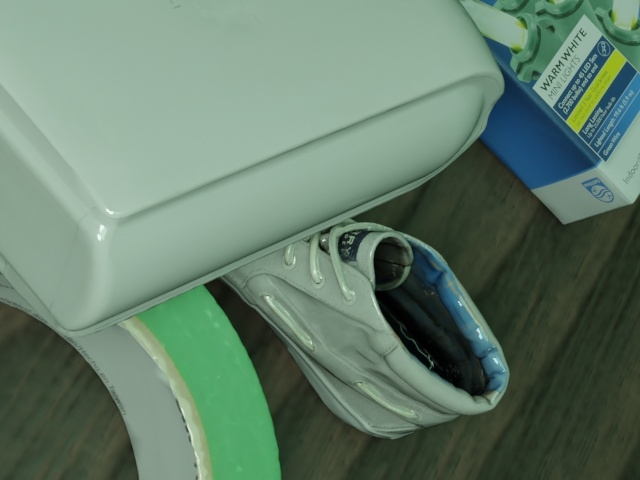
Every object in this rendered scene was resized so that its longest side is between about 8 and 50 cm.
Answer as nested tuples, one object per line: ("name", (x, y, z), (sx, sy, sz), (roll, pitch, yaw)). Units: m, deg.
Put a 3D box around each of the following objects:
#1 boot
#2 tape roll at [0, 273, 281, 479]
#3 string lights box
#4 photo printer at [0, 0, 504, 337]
("boot", (0.000, 0.000, 1.036), (0.258, 0.123, 0.095), (46, 61, -14))
("tape roll", (-0.175, 0.129, 0.936), (0.321, 0.077, 0.321), (7, 75, -29))
("string lights box", (0.114, -0.148, 1.163), (0.259, 0.076, 0.133), (43, 63, -15))
("photo printer", (-0.071, -0.105, 0.965), (0.307, 0.107, 0.256), (-24, 61, -39))
